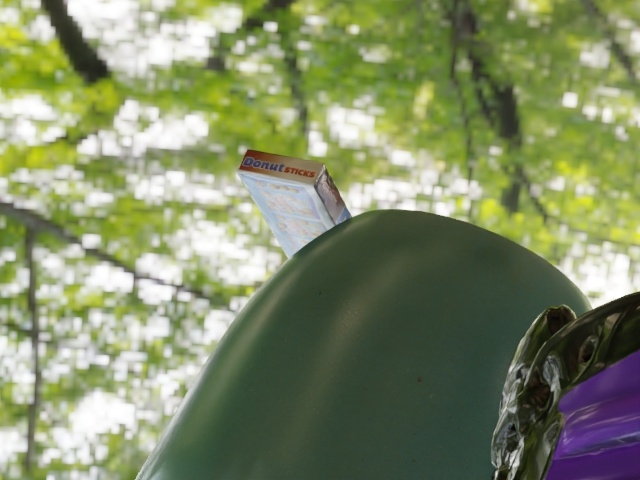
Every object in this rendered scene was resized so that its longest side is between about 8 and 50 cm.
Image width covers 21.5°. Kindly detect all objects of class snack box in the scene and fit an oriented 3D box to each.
[{"bbox_3d":[0.000,0.000,1.210,0.064,0.178,0.022,12,-119,29],"label":"snack box"}]

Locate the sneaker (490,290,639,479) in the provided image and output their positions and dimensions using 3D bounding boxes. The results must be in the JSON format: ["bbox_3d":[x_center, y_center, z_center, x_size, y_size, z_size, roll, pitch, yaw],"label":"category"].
[{"bbox_3d":[0.085,0.096,0.436,0.102,0.293,0.146,33,-174,-41],"label":"sneaker"}]

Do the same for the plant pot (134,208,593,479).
[{"bbox_3d":[0.054,0.124,1.078,0.293,0.293,0.235,14,-115,22],"label":"plant pot"}]
